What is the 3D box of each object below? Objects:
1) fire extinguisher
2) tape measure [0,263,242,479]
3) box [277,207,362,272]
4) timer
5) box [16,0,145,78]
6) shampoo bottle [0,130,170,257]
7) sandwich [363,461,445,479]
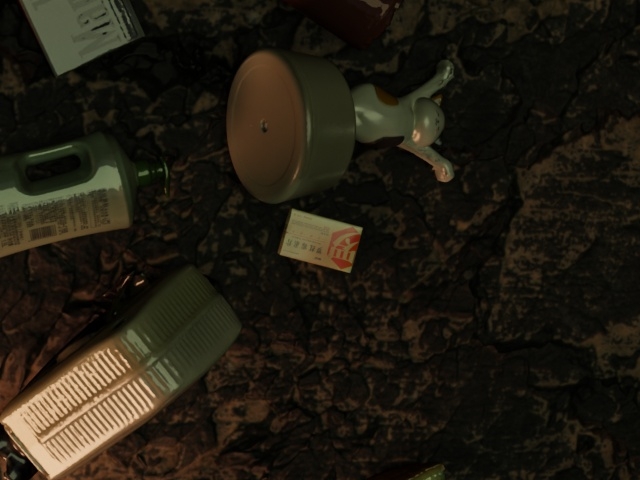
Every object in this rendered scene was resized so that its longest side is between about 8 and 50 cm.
[{"bbox_3d":[-0.075,-0.330,1.785,0.337,0.106,0.147,31,113,-16],"label":"fire extinguisher"},{"bbox_3d":[-0.225,0.134,1.749,0.271,0.231,0.133,-38,96,31],"label":"tape measure"},{"bbox_3d":[0.000,0.000,1.884,0.093,0.015,0.058,15,91,-16],"label":"box"},{"bbox_3d":[0.046,-0.138,1.829,0.266,0.175,0.175,-5,99,-33],"label":"timer"},{"bbox_3d":[-0.285,-0.285,1.759,0.115,0.036,0.177,-26,103,-11],"label":"box"},{"bbox_3d":[-0.284,-0.057,1.762,0.234,0.087,0.118,-13,101,-14],"label":"shampoo bottle"},{"bbox_3d":[0.050,0.350,1.909,0.244,0.088,0.090,-30,95,-6],"label":"sandwich"}]
